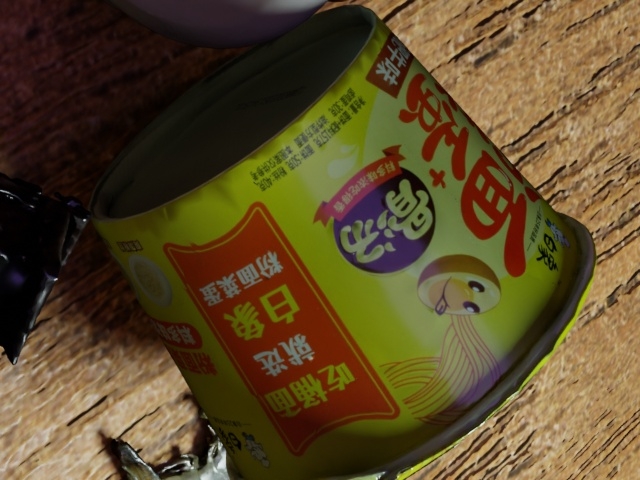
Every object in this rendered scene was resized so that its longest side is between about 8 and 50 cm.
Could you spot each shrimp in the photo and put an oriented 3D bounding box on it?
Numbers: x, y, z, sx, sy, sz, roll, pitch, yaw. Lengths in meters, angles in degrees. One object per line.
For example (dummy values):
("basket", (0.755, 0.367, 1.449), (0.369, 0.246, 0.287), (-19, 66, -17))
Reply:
("shrimp", (-0.095, 0.116, 1.358), (0.148, 0.035, 0.195), (-12, 113, -41))

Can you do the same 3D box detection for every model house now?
("model house", (-0.247, 0.038, 1.129), (0.203, 0.141, 0.164), (-57, 162, 14))

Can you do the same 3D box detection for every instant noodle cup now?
("instant noodle cup", (0.000, 0.000, 1.220), (0.311, 0.311, 0.221), (-46, 111, -25))

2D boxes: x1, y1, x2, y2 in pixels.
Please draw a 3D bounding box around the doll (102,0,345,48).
("doll", (-0.062, -0.242, 1.176), (0.251, 0.221, 0.221), (42, 70, -15))
